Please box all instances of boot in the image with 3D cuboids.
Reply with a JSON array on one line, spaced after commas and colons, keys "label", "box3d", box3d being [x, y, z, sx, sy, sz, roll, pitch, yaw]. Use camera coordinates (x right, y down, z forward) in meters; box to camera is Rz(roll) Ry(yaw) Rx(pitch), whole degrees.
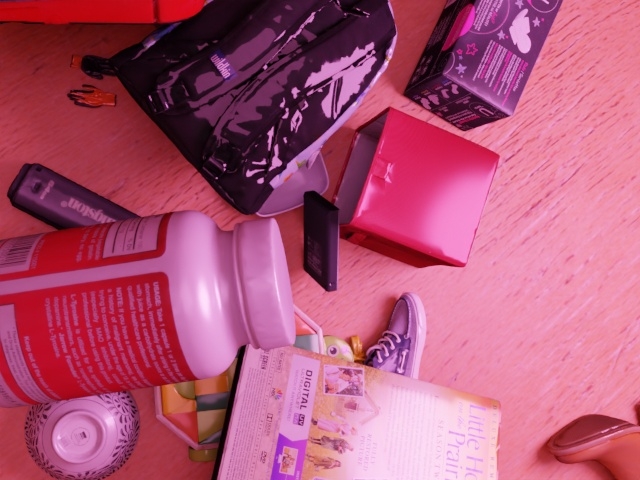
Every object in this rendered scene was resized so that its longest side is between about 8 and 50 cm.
[{"label": "boot", "box3d": [0.541, 0.410, 1.283, 0.283, 0.109, 0.220, -12, 94, -21]}, {"label": "boot", "box3d": [0.116, 0.177, 1.191, 0.086, 0.069, 0.190, 6, 86, -31]}]

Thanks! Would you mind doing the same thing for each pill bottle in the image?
[{"label": "pill bottle", "box3d": [-0.248, 0.085, 0.987, 0.407, 0.229, 0.229, -9, 89, 3]}]

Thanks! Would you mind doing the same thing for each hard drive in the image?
[{"label": "hard drive", "box3d": [0.000, 0.000, 1.142, 0.022, 0.094, 0.135, -10, 116, -23]}]

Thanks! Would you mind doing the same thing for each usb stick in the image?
[{"label": "usb stick", "box3d": [-0.333, -0.026, 1.114, 0.277, 0.045, 0.077, 29, 82, -10]}]

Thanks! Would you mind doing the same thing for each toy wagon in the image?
[{"label": "toy wagon", "box3d": [-0.087, 0.196, 1.150, 0.344, 0.068, 0.268, -4, 88, -14]}]

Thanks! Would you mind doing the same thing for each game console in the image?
[{"label": "game console", "box3d": [-0.332, -0.397, 0.996, 0.341, 0.387, 0.060, -2, 131, -10]}]

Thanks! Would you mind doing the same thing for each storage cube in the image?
[{"label": "storage cube", "box3d": [0.138, -0.075, 1.160, 0.193, 0.183, 0.215, 21, 82, -12]}]

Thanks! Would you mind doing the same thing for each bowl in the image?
[{"label": "bowl", "box3d": [-0.069, -0.116, 1.179, 0.141, 0.053, 0.142, -22, 91, -14]}, {"label": "bowl", "box3d": [-0.352, 0.281, 1.076, 0.170, 0.080, 0.170, 1, 86, -14]}]

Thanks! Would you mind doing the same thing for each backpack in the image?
[{"label": "backpack", "box3d": [-0.064, -0.258, 1.052, 0.355, 0.273, 0.290, -42, 98, 7]}]

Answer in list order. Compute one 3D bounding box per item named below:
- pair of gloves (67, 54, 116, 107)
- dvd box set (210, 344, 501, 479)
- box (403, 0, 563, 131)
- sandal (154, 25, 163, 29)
[{"label": "pair of gloves", "box3d": [-0.354, -0.247, 1.140, 0.074, 0.010, 0.083, 5, 83, -12]}, {"label": "dvd box set", "box3d": [0.058, 0.335, 1.061, 0.420, 0.062, 0.308, 16, 63, -12]}, {"label": "box", "box3d": [0.272, -0.328, 1.217, 0.142, 0.163, 0.247, 28, 81, -14]}, {"label": "sandal", "box3d": [-0.153, -0.362, 1.175, 0.239, 0.088, 0.079, 3, 55, -20]}]
